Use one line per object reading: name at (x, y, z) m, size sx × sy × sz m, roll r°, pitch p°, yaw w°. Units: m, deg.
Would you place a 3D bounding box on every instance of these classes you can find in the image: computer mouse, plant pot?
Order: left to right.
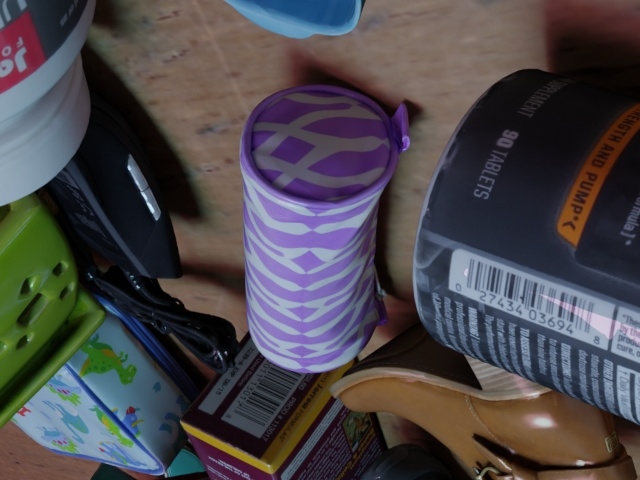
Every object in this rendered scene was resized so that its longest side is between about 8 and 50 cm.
plant pot at (-0.300, 0.037, 1.051) m, size 0.227 × 0.228 × 0.207 m, roll 39°, pitch 168°, yaw 27°
computer mouse at (-0.148, -0.033, 0.990) m, size 0.184 × 0.060 × 0.262 m, roll 23°, pitch 153°, yaw 52°

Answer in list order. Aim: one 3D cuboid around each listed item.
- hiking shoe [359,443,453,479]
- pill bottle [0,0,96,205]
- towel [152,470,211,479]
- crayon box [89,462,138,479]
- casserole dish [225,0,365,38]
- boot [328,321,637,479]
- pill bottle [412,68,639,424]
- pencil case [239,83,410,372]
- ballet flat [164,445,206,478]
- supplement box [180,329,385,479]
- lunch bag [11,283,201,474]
hiking shoe at (0.101, 0.239, 1.045) m, size 0.114 × 0.086 × 0.227 m, roll 24°, pitch 146°, yaw 52°
pill bottle at (-0.207, -0.158, 0.714) m, size 0.176 × 0.176 × 0.318 m, roll 26°, pitch 152°, yaw 22°
towel at (-0.006, 0.288, 1.127) m, size 0.329 × 0.037 × 0.237 m, roll 35°, pitch -174°, yaw 18°
crayon box at (-0.114, 0.339, 1.467) m, size 0.203 × 0.083 × 0.323 m, roll 28°, pitch 162°, yaw 19°
casserole dish at (-0.028, -0.167, 0.639) m, size 0.114 × 0.037 × 0.188 m, roll 23°, pitch 151°, yaw 26°
boot at (0.094, 0.119, 0.866) m, size 0.197 × 0.073 × 0.152 m, roll -24°, pitch 96°, yaw 57°
pill bottle at (0.171, 0.022, 0.597) m, size 0.245 × 0.130 × 0.130 m, roll 21°, pitch 149°, yaw 29°
pencil case at (0.000, 0.000, 0.825) m, size 0.088 × 0.086 × 0.206 m, roll -1°, pitch 151°, yaw -1°
ballet flat at (-0.116, 0.229, 1.383) m, size 0.041 × 0.041 × 0.114 m, roll 1°, pitch 135°, yaw 50°
supplement box at (-0.018, 0.154, 1.067) m, size 0.080 × 0.104 × 0.188 m, roll 23°, pitch 150°, yaw 29°
lunch bag at (-0.205, 0.113, 1.245) m, size 0.219 × 0.090 × 0.176 m, roll 1°, pitch 136°, yaw 50°
